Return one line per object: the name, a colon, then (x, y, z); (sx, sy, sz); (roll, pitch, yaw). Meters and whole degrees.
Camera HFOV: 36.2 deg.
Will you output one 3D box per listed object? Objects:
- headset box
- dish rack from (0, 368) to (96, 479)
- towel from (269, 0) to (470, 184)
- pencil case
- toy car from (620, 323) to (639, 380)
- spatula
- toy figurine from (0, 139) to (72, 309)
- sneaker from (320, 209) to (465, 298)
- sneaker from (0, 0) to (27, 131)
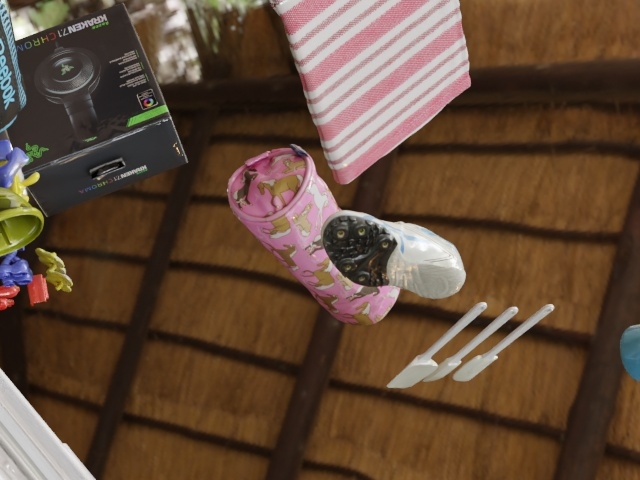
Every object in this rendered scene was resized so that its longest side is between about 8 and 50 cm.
headset box: (-0.374, -0.203, 1.567); (0.247, 0.131, 0.283); (-21, -119, -6)
dish rack: (-0.331, 0.171, 0.632); (0.285, 0.333, 0.072); (-40, 178, 0)
towel: (0.042, -0.146, 0.728); (0.144, 0.197, 0.029); (-39, -129, -14)
pencil case: (0.000, 0.000, 1.677); (0.160, 0.386, 0.167); (10, -117, 38)
toy car: (0.541, 0.140, 1.215); (0.219, 0.210, 0.238); (-18, -172, 47)
spatula: (0.217, 0.157, 1.425); (0.168, 0.242, 0.019); (5, -125, -29)
toy figurine: (-0.449, -0.051, 1.270); (0.191, 0.217, 0.362); (-12, 164, -11)
sneaker: (0.082, 0.010, 1.177); (0.085, 0.237, 0.086); (-48, -133, 21)
sneaker: (-0.301, -0.154, 0.543); (0.341, 0.139, 0.125); (29, -120, 28)
